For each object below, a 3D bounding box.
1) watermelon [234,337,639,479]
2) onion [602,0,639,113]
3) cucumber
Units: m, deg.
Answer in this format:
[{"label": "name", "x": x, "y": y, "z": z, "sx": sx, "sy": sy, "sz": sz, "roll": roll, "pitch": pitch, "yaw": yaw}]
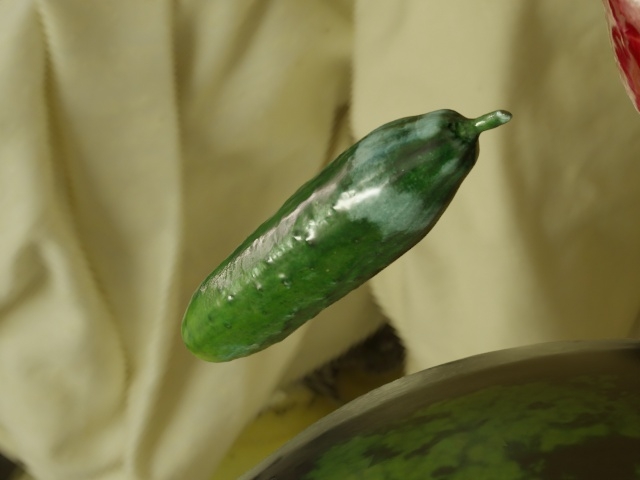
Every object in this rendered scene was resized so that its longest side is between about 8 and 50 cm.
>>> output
[{"label": "watermelon", "x": 0.060, "y": 0.148, "z": 0.358, "sx": 0.269, "sy": 0.269, "sz": 0.269, "roll": 20, "pitch": 141, "yaw": 17}, {"label": "onion", "x": 0.265, "y": -0.124, "z": 0.680, "sx": 0.314, "sy": 0.314, "sz": 0.232, "roll": 60, "pitch": 176, "yaw": -30}, {"label": "cucumber", "x": 0.000, "y": 0.000, "z": 0.824, "sx": 0.056, "sy": 0.056, "sz": 0.250, "roll": 41, "pitch": 133, "yaw": -9}]
